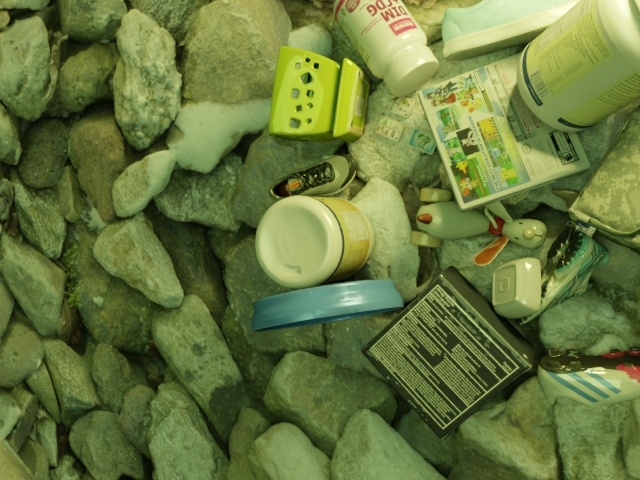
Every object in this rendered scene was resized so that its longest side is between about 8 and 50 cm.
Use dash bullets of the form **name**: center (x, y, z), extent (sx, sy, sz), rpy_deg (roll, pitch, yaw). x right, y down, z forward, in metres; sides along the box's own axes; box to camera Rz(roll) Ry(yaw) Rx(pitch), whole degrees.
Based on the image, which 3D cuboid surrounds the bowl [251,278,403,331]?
- **bowl**: center (0.015, 0.166, 1.427), extent (0.391, 0.391, 0.077), rpy_deg (-14, 79, 25)

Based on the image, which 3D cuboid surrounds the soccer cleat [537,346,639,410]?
- **soccer cleat**: center (0.684, 0.331, 1.300), extent (0.331, 0.116, 0.143), rpy_deg (-2, 109, 27)

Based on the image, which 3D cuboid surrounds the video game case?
- **video game case**: center (0.424, -0.264, 1.320), extent (0.300, 0.036, 0.329), rpy_deg (-19, 73, 10)

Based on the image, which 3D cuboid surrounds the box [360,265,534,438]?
- **box**: center (0.322, 0.273, 1.406), extent (0.296, 0.183, 0.294), rpy_deg (47, 112, 12)

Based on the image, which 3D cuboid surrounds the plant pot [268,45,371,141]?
- **plant pot**: center (0.010, -0.370, 1.476), extent (0.207, 0.228, 0.227), rpy_deg (10, 99, 16)

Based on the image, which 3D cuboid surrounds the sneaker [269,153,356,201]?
- **sneaker**: center (-0.022, -0.165, 1.567), extent (0.272, 0.108, 0.100), rpy_deg (-21, 84, 23)

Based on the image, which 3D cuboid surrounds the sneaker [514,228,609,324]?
- **sneaker**: center (0.571, 0.110, 1.322), extent (0.122, 0.110, 0.283), rpy_deg (21, 123, -13)

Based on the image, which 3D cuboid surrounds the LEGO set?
- **LEGO set**: center (0.282, -0.325, 1.458), extent (0.244, 0.060, 0.182), rpy_deg (30, 106, 31)

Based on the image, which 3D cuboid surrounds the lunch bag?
- **lunch bag**: center (0.710, -0.110, 1.179), extent (0.256, 0.212, 0.305), rpy_deg (32, 105, 19)

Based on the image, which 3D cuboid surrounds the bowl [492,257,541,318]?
- **bowl**: center (0.463, 0.112, 1.342), extent (0.053, 0.142, 0.142), rpy_deg (13, 72, -15)

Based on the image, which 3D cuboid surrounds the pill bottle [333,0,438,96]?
- **pill bottle**: center (0.167, -0.516, 1.413), extent (0.160, 0.160, 0.283), rpy_deg (-37, 76, 22)

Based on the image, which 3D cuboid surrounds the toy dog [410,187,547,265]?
- **toy dog**: center (0.366, -0.046, 1.371), extent (0.334, 0.161, 0.220), rpy_deg (-12, 90, 25)

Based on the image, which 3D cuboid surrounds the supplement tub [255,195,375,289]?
- **supplement tub**: center (0.000, 0.000, 1.453), extent (0.228, 0.316, 0.228), rpy_deg (1, 93, 24)

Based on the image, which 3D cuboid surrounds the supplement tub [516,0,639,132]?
- **supplement tub**: center (0.590, -0.388, 1.127), extent (0.235, 0.235, 0.325), rpy_deg (65, 153, 6)

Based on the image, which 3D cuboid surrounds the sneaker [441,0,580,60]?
- **sneaker**: center (0.457, -0.541, 1.303), extent (0.366, 0.135, 0.150), rpy_deg (-8, 94, 24)

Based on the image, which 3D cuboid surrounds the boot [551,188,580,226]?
- **boot**: center (0.606, -0.076, 1.327), extent (0.118, 0.042, 0.087), rpy_deg (10, 100, 24)
